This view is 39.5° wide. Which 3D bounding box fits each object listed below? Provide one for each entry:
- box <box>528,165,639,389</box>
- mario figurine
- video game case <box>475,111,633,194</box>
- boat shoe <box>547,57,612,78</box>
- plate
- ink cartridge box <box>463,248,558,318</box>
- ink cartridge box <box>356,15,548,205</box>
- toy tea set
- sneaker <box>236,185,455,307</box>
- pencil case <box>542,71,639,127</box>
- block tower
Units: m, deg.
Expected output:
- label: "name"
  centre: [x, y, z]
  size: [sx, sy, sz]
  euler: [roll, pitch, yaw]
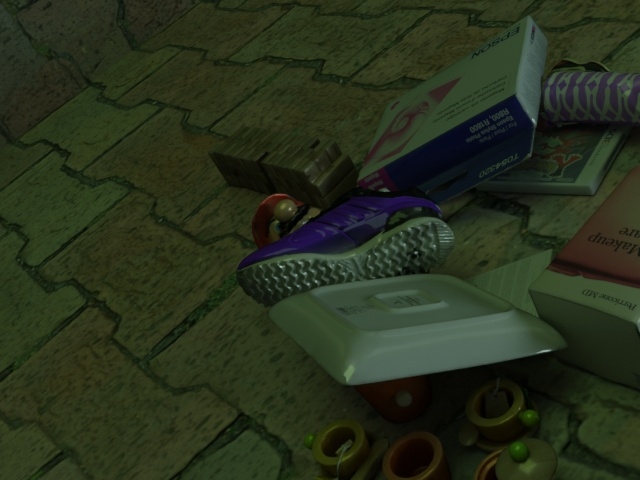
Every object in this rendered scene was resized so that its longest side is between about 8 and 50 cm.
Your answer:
- label: "box"
  centre: [0.377, 0.039, 1.027]
  size: [0.232, 0.127, 0.148]
  euler: [-44, 35, -21]
- label: "mario figurine"
  centre: [0.000, 0.000, 1.343]
  size: [0.198, 0.170, 0.320]
  euler: [-11, 24, -41]
- label: "video game case"
  centre: [0.363, -0.139, 1.384]
  size: [0.201, 0.023, 0.183]
  euler: [5, 46, 43]
- label: "boat shoe"
  centre: [0.435, -0.273, 1.488]
  size: [0.043, 0.049, 0.137]
  euler: [-40, 30, -9]
- label: "plate"
  centre: [0.103, 0.090, 1.063]
  size: [0.277, 0.045, 0.277]
  euler: [-6, 14, -19]
- label: "ink cartridge box"
  centre: [0.230, 0.098, 1.167]
  size: [0.179, 0.045, 0.145]
  euler: [-27, 27, 41]
- label: "ink cartridge box"
  centre: [0.209, -0.187, 1.456]
  size: [0.324, 0.071, 0.330]
  euler: [-28, 27, 37]
- label: "toy tea set"
  centre: [0.124, 0.200, 1.013]
  size: [0.336, 0.124, 0.200]
  euler: [4, 45, 43]
- label: "sneaker"
  centre: [0.027, -0.001, 1.226]
  size: [0.293, 0.102, 0.146]
  euler: [-14, 42, 2]
- label: "pencil case"
  centre: [0.428, -0.207, 1.330]
  size: [0.206, 0.086, 0.088]
  euler: [11, 85, 49]
- label: "block tower"
  centre: [-0.075, -0.144, 1.687]
  size: [0.097, 0.091, 0.335]
  euler: [-45, 35, -24]
